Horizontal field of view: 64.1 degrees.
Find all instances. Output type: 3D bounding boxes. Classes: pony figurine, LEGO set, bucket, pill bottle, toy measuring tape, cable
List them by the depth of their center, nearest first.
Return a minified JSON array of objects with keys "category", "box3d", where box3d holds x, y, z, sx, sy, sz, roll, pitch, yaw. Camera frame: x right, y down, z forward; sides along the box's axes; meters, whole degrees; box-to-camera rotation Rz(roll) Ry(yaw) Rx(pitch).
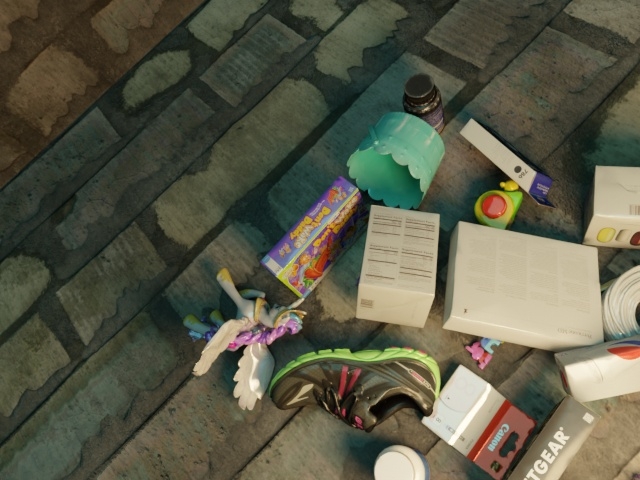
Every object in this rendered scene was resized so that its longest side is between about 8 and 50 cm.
[{"category":"pill bottle","box3d":[0.200,0.571,1.261,0.124,0.221,0.124,-7,65,15]},{"category":"cable","box3d":[0.832,0.189,1.269,0.257,0.089,0.257,25,82,16]},{"category":"LEGO set","box3d":[0.472,0.229,1.397,0.093,0.087,0.227,37,82,28]},{"category":"toy measuring tape","box3d":[0.486,-0.032,1.503,0.121,0.121,0.330,24,88,26]},{"category":"pony figurine","box3d":[-0.246,0.274,1.540,0.363,0.303,0.351,17,65,40]},{"category":"bucket","box3d":[0.237,-0.248,1.585,0.281,0.281,0.183,23,67,25]},{"category":"pill bottle","box3d":[0.332,-0.431,1.655,0.122,0.219,0.123,-7,65,16]}]

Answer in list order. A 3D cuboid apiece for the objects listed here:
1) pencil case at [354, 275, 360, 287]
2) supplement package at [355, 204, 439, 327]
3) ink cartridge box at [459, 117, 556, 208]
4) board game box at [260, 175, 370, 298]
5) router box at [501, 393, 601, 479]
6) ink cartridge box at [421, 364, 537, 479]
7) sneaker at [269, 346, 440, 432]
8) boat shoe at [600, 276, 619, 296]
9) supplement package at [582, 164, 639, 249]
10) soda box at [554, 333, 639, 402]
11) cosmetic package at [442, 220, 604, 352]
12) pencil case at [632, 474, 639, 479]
[{"category":"pencil case","box3d":[0.171,0.166,1.537,0.070,0.064,0.152,-47,59,17]},{"category":"supplement package","box3d":[0.215,0.073,1.436,0.197,0.199,0.263,8,56,6]},{"category":"ink cartridge box","box3d":[0.573,-0.230,1.518,0.065,0.165,0.333,-52,59,26]},{"category":"board game box","box3d":[0.000,0.000,1.571,0.078,0.233,0.347,39,84,29]},{"category":"router box","box3d":[0.502,0.513,1.175,0.081,0.243,0.309,36,83,28]},{"category":"ink cartridge box","box3d":[0.411,0.470,1.332,0.232,0.066,0.189,33,80,32]},{"category":"sneaker","box3d":[0.080,0.411,1.384,0.482,0.185,0.202,-10,52,15]},{"category":"boat shoe","box3d":[0.785,0.128,1.363,0.133,0.049,0.042,-23,90,0]},{"category":"supplement package","box3d":[0.814,-0.082,1.352,0.194,0.203,0.149,6,70,21]},{"category":"soda box","box3d":[0.703,0.284,1.172,0.286,0.091,0.098,-16,94,11]},{"category":"cosmetic package","box3d":[0.524,0.124,1.338,0.377,0.097,0.285,12,59,4]},{"category":"pencil case","box3d":[0.797,0.595,1.128,0.206,0.088,0.086,13,73,24]}]
